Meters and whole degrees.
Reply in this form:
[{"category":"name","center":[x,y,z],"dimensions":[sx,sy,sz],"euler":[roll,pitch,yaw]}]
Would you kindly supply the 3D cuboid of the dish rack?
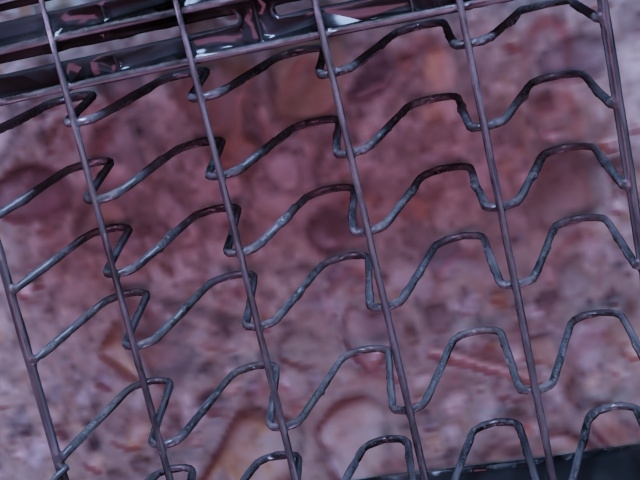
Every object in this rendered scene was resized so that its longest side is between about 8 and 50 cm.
[{"category":"dish rack","center":[0.000,0.000,0.394],"dimensions":[0.208,0.074,0.271],"euler":[-10,105,11]}]
